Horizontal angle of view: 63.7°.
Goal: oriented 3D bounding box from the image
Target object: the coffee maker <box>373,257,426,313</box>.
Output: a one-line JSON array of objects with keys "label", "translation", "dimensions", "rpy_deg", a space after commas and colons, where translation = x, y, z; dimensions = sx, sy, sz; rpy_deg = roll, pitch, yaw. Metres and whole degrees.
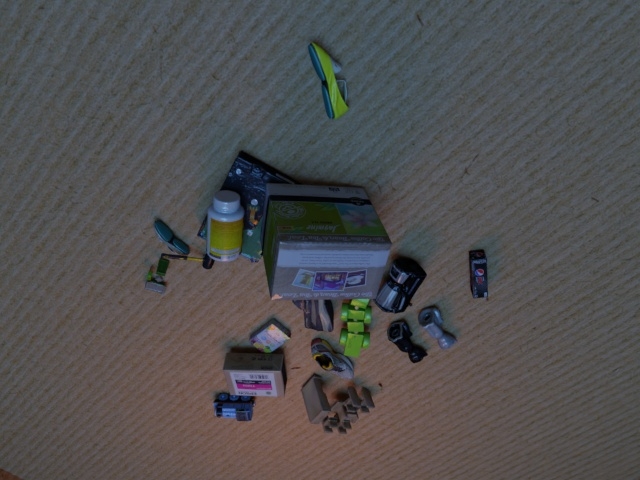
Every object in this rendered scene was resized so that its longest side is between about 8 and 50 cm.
[{"label": "coffee maker", "translation": [0.288, 0.155, 1.817], "dimensions": [0.120, 0.171, 0.178], "rpy_deg": [39, 118, 23]}]

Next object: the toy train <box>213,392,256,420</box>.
[{"label": "toy train", "translation": [-0.370, 0.711, 2.197], "dimensions": [0.184, 0.105, 0.080], "rpy_deg": [1, 121, 3]}]

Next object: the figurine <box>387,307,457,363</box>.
[{"label": "figurine", "translation": [0.396, 0.374, 1.964], "dimensions": [0.214, 0.092, 0.209], "rpy_deg": [-29, 123, 18]}]

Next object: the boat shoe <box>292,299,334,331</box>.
[{"label": "boat shoe", "translation": [-0.042, 0.195, 1.849], "dimensions": [0.130, 0.132, 0.356], "rpy_deg": [-9, 119, 9]}]

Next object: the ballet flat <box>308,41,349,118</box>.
[{"label": "ballet flat", "translation": [0.030, -0.466, 1.486], "dimensions": [0.077, 0.077, 0.231], "rpy_deg": [-24, 122, -7]}]

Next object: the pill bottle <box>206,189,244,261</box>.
[{"label": "pill bottle", "translation": [-0.305, -0.047, 1.653], "dimensions": [0.117, 0.117, 0.215], "rpy_deg": [9, 122, -2]}]

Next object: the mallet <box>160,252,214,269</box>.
[{"label": "mallet", "translation": [-0.459, 0.056, 1.809], "dimensions": [0.189, 0.039, 0.062], "rpy_deg": [15, 122, -33]}]

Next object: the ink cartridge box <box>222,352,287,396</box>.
[{"label": "ink cartridge box", "translation": [-0.260, 0.543, 2.079], "dimensions": [0.234, 0.088, 0.193], "rpy_deg": [0, 132, 4]}]

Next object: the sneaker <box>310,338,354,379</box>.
[{"label": "sneaker", "translation": [0.043, 0.491, 2.044], "dimensions": [0.225, 0.093, 0.088], "rpy_deg": [40, 116, -19]}]

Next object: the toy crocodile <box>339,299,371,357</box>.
[{"label": "toy crocodile", "translation": [0.133, 0.309, 1.932], "dimensions": [0.115, 0.105, 0.341], "rpy_deg": [5, 125, 5]}]

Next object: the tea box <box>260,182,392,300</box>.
[{"label": "tea box", "translation": [0.000, 0.000, 1.570], "dimensions": [0.328, 0.324, 0.220], "rpy_deg": [0, 126, -15]}]

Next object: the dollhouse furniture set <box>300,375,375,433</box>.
[{"label": "dollhouse furniture set", "translation": [0.059, 0.676, 2.157], "dimensions": [0.242, 0.161, 0.212], "rpy_deg": [18, 124, -33]}]

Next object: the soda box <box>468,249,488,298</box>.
[{"label": "soda box", "translation": [0.553, 0.119, 1.805], "dimensions": [0.053, 0.060, 0.169], "rpy_deg": [-7, 121, 9]}]

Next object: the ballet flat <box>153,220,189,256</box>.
[{"label": "ballet flat", "translation": [-0.534, 0.003, 1.809], "dimensions": [0.052, 0.057, 0.168], "rpy_deg": [-28, 116, 30]}]

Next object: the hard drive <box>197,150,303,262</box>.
[{"label": "hard drive", "translation": [-0.238, -0.101, 1.721], "dimensions": [0.236, 0.064, 0.339], "rpy_deg": [27, 118, -12]}]

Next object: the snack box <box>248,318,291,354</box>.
[{"label": "snack box", "translation": [-0.199, 0.380, 2.025], "dimensions": [0.141, 0.037, 0.100], "rpy_deg": [-38, 113, 24]}]

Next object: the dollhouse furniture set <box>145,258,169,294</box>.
[{"label": "dollhouse furniture set", "translation": [-0.601, 0.133, 1.911], "dimensions": [0.076, 0.059, 0.152], "rpy_deg": [17, 140, -15]}]
